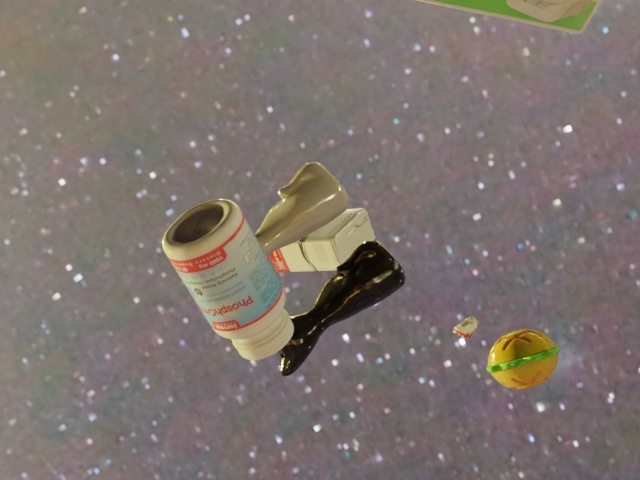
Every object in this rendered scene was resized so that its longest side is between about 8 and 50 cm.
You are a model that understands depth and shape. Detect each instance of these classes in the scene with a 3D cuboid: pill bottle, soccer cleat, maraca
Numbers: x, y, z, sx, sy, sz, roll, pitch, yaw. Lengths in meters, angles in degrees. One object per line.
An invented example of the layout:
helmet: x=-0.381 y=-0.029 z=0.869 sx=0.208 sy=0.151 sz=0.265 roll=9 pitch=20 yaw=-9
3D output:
pill bottle: x=-0.089 y=0.044 z=1.109 sx=0.087 sy=0.160 sz=0.087 roll=-21 pitch=-150 yaw=13
soccer cleat: x=0.239 y=0.141 z=1.766 sx=0.029 sy=0.083 sz=0.036 roll=32 pitch=-83 yaw=21
maraca: x=0.336 y=0.198 z=1.793 sx=0.127 sy=0.099 sz=0.185 roll=-21 pitch=172 yaw=11

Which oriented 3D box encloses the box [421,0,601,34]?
box: x=0.240 y=-0.415 z=1.456 sx=0.262 sy=0.127 sz=0.231 roll=8 pitch=-134 yaw=-17

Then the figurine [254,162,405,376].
figurine: x=-0.027 y=0.039 z=1.415 sx=0.209 sy=0.215 sz=0.092 roll=-41 pitch=-162 yaw=-14

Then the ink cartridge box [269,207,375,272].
ink cartridge box: x=0.000 y=0.000 z=1.808 sx=0.150 sy=0.063 sz=0.109 roll=-2 pitch=-151 yaw=40
